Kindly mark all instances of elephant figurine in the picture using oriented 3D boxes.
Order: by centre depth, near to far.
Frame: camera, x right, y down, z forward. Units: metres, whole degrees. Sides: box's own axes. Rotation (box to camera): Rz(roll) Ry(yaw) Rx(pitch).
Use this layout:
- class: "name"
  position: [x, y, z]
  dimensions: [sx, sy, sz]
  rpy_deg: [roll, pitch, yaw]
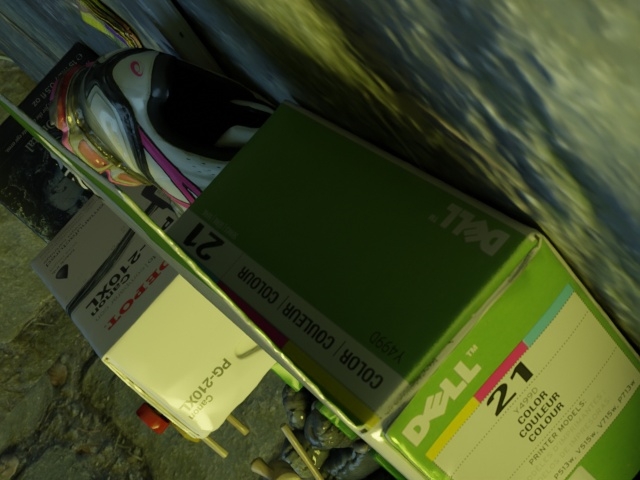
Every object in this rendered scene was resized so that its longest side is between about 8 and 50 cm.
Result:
- class: "elephant figurine"
  position: [0.055, 0.158, 1.227]
  dimensions: [0.169, 0.186, 0.239]
  rpy_deg: [8, 149, -8]

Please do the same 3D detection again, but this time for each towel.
- class: "towel"
  position: [-0.140, -0.141, 0.813]
  dimensions: [0.060, 0.009, 0.083]
  rpy_deg: [40, 175, 4]

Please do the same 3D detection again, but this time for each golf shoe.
- class: "golf shoe"
  position: [-0.044, -0.038, 0.642]
  dimensions: [0.086, 0.067, 0.186]
  rpy_deg: [-9, 154, 41]

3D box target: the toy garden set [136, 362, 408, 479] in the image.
- class: "toy garden set"
  position: [-0.014, 0.122, 1.040]
  dimensions: [0.244, 0.204, 0.049]
  rpy_deg: [44, 175, -22]

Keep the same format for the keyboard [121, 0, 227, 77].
- class: "keyboard"
  position: [-0.068, -0.095, 0.678]
  dimensions: [0.072, 0.014, 0.256]
  rpy_deg: [44, 177, 26]

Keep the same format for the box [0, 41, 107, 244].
- class: "box"
  position: [-0.206, -0.066, 1.139]
  dimensions: [0.158, 0.156, 0.093]
  rpy_deg: [40, 174, 4]

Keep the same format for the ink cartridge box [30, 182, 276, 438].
- class: "ink cartridge box"
  position: [-0.098, 0.015, 0.917]
  dimensions: [0.100, 0.172, 0.237]
  rpy_deg: [45, 174, -28]

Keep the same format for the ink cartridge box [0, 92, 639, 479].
- class: "ink cartridge box"
  position: [0.000, 0.000, 0.491]
  dimensions: [0.255, 0.097, 0.189]
  rpy_deg: [46, 173, -36]

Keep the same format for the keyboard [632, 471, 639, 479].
- class: "keyboard"
  position: [0.156, 0.168, 0.487]
  dimensions: [0.201, 0.033, 0.317]
  rpy_deg: [-5, -155, -28]
